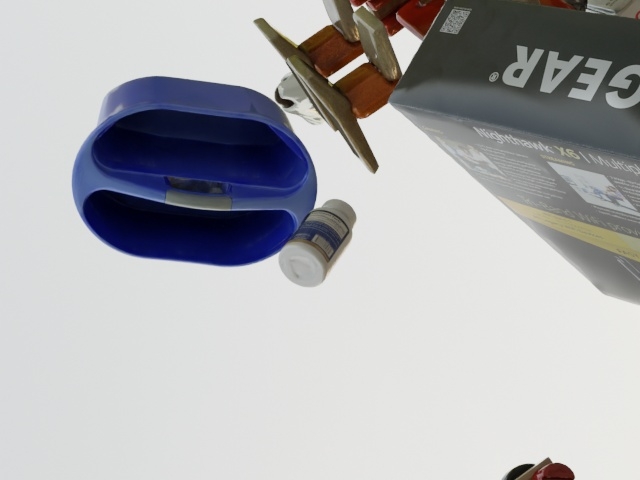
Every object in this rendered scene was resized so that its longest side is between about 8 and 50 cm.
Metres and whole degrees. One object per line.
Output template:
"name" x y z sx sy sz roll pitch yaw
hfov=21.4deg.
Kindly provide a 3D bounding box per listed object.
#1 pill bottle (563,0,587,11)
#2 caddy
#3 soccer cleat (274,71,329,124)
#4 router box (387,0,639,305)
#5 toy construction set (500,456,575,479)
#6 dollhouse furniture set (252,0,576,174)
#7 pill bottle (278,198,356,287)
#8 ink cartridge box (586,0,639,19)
"pill bottle" 0.207 -0.276 1.753 0.123 0.123 0.219 11 -118 -57
"caddy" -0.176 -0.091 2.362 0.341 0.241 0.179 6 -152 -12
"soccer cleat" -0.021 -0.185 2.128 0.196 0.076 0.068 109 149 -84
"router box" 0.220 -0.021 0.911 0.243 0.081 0.309 38 168 -39
"toy construction set" 0.112 0.321 1.510 0.237 0.257 0.309 -5 -171 -19
"dollhouse furniture set" 0.092 -0.178 1.204 0.135 0.262 0.259 56 178 -33
"pill bottle" 0.000 0.000 2.119 0.067 0.067 0.120 44 -137 -8
"ink cartridge box" 0.405 -0.226 1.862 0.212 0.154 0.093 50 172 -28
